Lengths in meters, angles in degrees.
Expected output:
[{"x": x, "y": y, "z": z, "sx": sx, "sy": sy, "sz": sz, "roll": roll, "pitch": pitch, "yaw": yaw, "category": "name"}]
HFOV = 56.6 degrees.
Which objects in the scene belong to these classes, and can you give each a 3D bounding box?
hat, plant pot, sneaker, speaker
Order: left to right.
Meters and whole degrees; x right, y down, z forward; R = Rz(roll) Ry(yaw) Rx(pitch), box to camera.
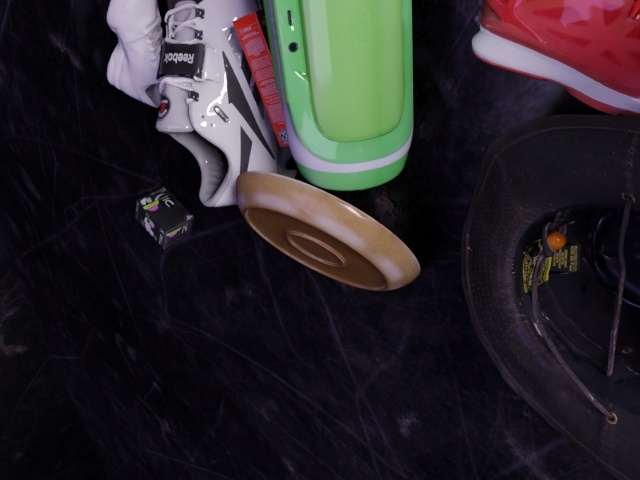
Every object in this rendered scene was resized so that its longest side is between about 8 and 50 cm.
[{"x": -0.234, "y": -0.267, "z": 0.815, "sx": 0.094, "sy": 0.080, "sz": 0.212, "roll": 39, "pitch": 149, "yaw": 1, "category": "sneaker"}, {"x": -0.134, "y": -0.192, "z": 0.693, "sx": 0.122, "sy": 0.146, "sz": 0.330, "roll": 7, "pitch": 121, "yaw": 47, "category": "sneaker"}, {"x": 0.000, "y": 0.000, "z": 0.684, "sx": 0.236, "sy": 0.032, "sz": 0.236, "roll": 25, "pitch": 164, "yaw": 8, "category": "plant pot"}, {"x": 0.018, "y": -0.198, "z": 0.530, "sx": 0.131, "sy": 0.131, "sz": 0.296, "roll": 22, "pitch": 132, "yaw": 36, "category": "speaker"}, {"x": 0.204, "y": -0.160, "z": 0.390, "sx": 0.221, "sy": 0.087, "sz": 0.128, "roll": 27, "pitch": 136, "yaw": 31, "category": "sneaker"}, {"x": 0.259, "y": 0.043, "z": 0.446, "sx": 0.331, "sy": 0.134, "sz": 0.331, "roll": 46, "pitch": 146, "yaw": 44, "category": "hat"}]

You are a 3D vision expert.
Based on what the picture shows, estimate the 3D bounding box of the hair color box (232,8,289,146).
[{"x": -0.033, "y": -0.182, "z": 0.646, "sx": 0.043, "sy": 0.072, "sz": 0.141, "roll": 2, "pitch": 120, "yaw": 47, "category": "hair color box"}]

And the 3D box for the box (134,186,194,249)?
[{"x": -0.270, "y": -0.039, "z": 1.028, "sx": 0.083, "sy": 0.062, "sz": 0.052, "roll": 45, "pitch": 141, "yaw": 15, "category": "box"}]
